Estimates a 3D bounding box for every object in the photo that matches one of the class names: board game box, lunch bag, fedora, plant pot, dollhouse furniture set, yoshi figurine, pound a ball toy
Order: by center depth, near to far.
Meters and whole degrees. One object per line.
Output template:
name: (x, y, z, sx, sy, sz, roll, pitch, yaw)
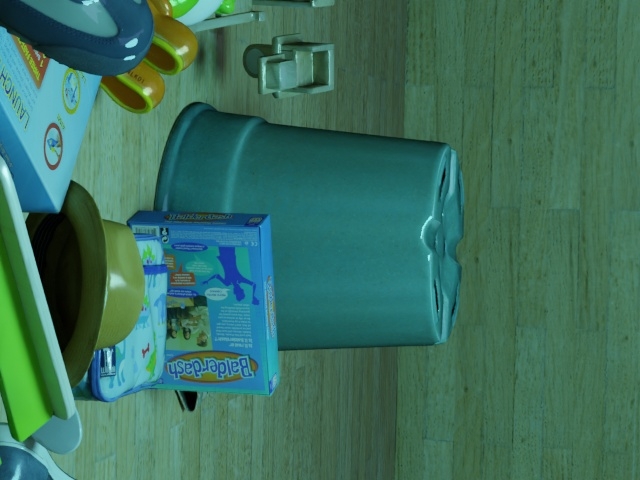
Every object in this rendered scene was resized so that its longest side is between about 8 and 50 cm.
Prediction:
pound a ball toy: (-0.327, 0.059, 1.227, 0.208, 0.135, 0.319, -43, 140, -35)
board game box: (-0.273, -0.233, 1.425, 0.308, 0.086, 0.302, 73, 23, -53)
fedora: (-0.216, 0.041, 1.512, 0.079, 0.194, 0.194, 0, 93, -36)
lunch bag: (-0.223, 0.072, 1.681, 0.219, 0.090, 0.176, 5, 85, -77)
yoshi figurine: (-0.101, -0.297, 1.753, 0.362, 0.203, 0.203, -64, 152, -29)
board game box: (-0.133, 0.072, 1.895, 0.047, 0.160, 0.210, -55, 145, -67)
dollhouse furniture set: (-0.157, -0.306, 1.973, 0.355, 0.174, 0.303, -18, 111, -50)
plant pot: (0.000, 0.000, 2.070, 0.341, 0.334, 0.341, 3, 90, -76)

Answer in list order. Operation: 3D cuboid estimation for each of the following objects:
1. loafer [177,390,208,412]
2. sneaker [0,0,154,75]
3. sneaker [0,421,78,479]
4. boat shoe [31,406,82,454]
loafer: (-0.164, 0.173, 2.035, 0.125, 0.045, 0.039, 75, 28, -58)
sneaker: (-0.225, -0.254, 1.198, 0.319, 0.131, 0.112, 43, 47, -19)
sneaker: (-0.263, 0.289, 1.513, 0.226, 0.086, 0.163, 57, 26, -52)
boat shoe: (-0.261, 0.132, 1.483, 0.142, 0.049, 0.040, 52, -3, 8)
